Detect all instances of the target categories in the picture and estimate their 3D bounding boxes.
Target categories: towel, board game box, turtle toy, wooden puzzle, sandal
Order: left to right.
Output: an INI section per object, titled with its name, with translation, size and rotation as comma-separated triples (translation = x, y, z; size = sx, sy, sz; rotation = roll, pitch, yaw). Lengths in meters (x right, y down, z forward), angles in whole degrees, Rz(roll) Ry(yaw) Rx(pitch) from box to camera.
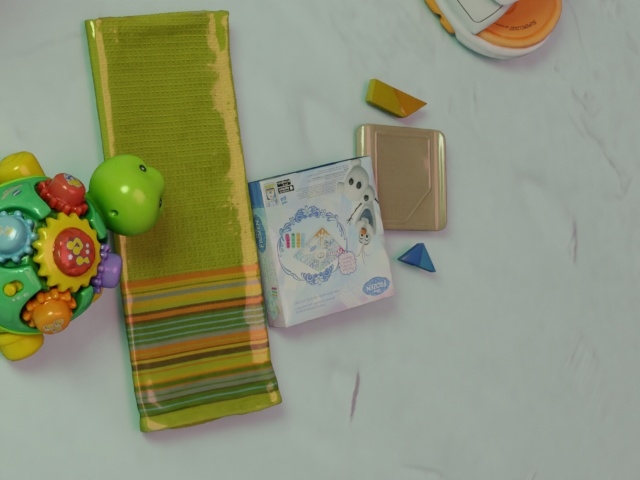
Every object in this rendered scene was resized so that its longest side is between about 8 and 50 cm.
[turtle toy]
translation = -0.137, -0.001, 0.990
size = 0.130, 0.066, 0.095
rotation = -42, 116, -37
[towel]
translation = -0.077, -0.013, 1.080
size = 0.102, 0.021, 0.237
rotation = -11, 95, -45
[board game box]
translation = 0.000, 0.000, 1.150
size = 0.090, 0.020, 0.090
rotation = -14, 96, -38
[wooden puzzle]
translation = 0.051, -0.041, 1.212
size = 0.079, 0.014, 0.116
rotation = 10, 80, -39
[sandal]
translation = 0.091, -0.218, 1.216
size = 0.265, 0.076, 0.102
rotation = 45, 59, -33
